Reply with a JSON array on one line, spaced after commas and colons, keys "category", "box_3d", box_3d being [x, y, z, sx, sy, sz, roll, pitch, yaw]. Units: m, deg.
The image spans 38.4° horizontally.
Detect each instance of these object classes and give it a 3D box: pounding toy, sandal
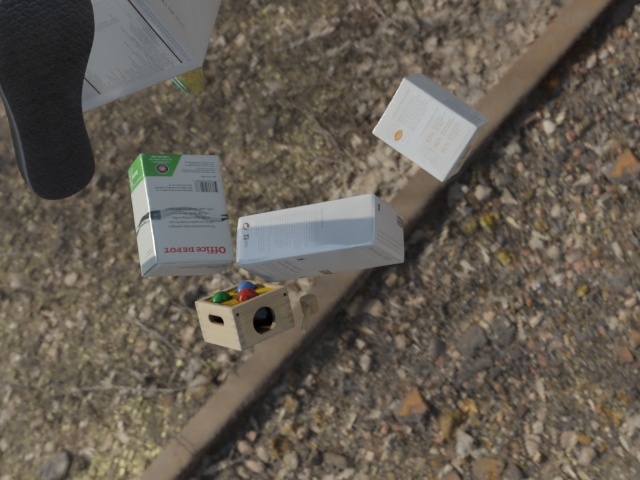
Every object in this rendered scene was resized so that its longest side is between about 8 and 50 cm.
[{"category": "pounding toy", "box_3d": [-0.094, 0.121, 1.708, 0.181, 0.206, 0.094, 5, 111, 51]}, {"category": "sandal", "box_3d": [-0.269, -0.152, 0.872, 0.097, 0.254, 0.054, -17, 46, -31]}]

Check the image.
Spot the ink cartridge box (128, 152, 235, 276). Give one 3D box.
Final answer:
[{"category": "ink cartridge box", "box_3d": [-0.250, -0.044, 1.643, 0.087, 0.153, 0.208, -34, 61, 54]}]

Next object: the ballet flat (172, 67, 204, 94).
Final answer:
[{"category": "ballet flat", "box_3d": [-0.366, -0.508, 2.172, 0.123, 0.123, 0.348, -36, 87, 12]}]

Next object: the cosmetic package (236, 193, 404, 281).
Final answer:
[{"category": "cosmetic package", "box_3d": [0.000, 0.000, 1.396, 0.231, 0.117, 0.085, -8, 71, 27]}]

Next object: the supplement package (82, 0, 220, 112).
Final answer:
[{"category": "supplement package", "box_3d": [-0.257, -0.249, 1.046, 0.244, 0.139, 0.134, -14, 47, 27]}]

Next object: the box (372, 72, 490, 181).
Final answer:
[{"category": "box", "box_3d": [0.211, -0.218, 1.752, 0.170, 0.091, 0.130, 37, 119, 12]}]
